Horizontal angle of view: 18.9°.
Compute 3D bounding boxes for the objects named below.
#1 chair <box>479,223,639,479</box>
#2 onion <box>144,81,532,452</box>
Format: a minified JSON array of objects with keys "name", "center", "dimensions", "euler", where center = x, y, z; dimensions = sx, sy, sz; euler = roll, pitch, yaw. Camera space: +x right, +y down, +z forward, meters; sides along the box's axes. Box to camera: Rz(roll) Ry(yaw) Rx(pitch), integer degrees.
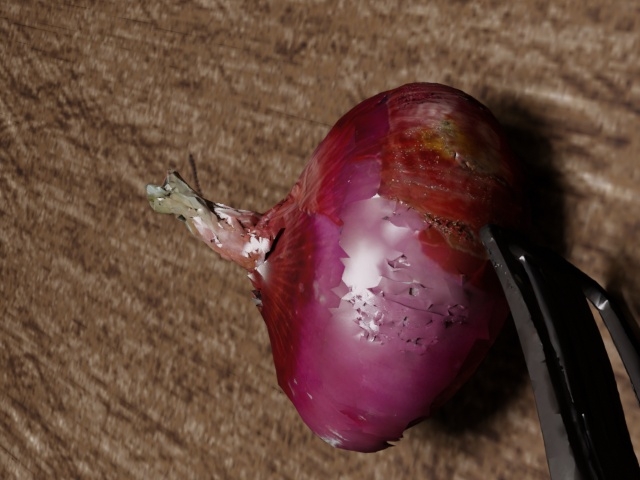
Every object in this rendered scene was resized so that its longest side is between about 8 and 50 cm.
[{"name":"chair","center":[0.072,0.100,0.626],"dimensions":[0.101,0.084,0.212],"euler":[-44,42,21]},{"name":"onion","center":[0.000,0.000,0.749],"dimensions":[0.150,0.140,0.150],"euler":[-159,90,-76]}]
